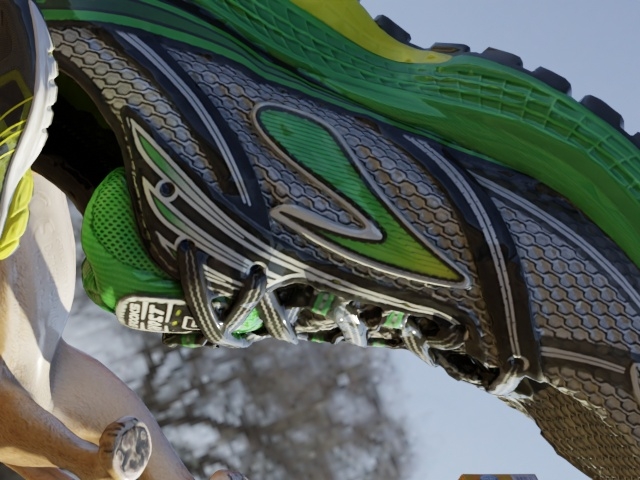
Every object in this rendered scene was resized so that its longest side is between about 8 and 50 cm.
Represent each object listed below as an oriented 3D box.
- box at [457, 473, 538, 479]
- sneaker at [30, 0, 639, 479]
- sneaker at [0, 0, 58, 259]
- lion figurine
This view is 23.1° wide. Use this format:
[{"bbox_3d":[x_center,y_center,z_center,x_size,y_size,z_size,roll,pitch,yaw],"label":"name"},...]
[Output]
[{"bbox_3d":[0.133,0.259,1.398,0.136,0.081,0.028,-59,-141,37],"label":"box"},{"bbox_3d":[0.000,0.000,0.546,0.344,0.146,0.134,33,-28,5],"label":"sneaker"},{"bbox_3d":[-0.098,-0.033,0.447,0.031,0.035,0.083,39,-58,55],"label":"sneaker"},{"bbox_3d":[-0.171,0.012,0.848,0.240,0.142,0.392,9,-74,33],"label":"lion figurine"}]
